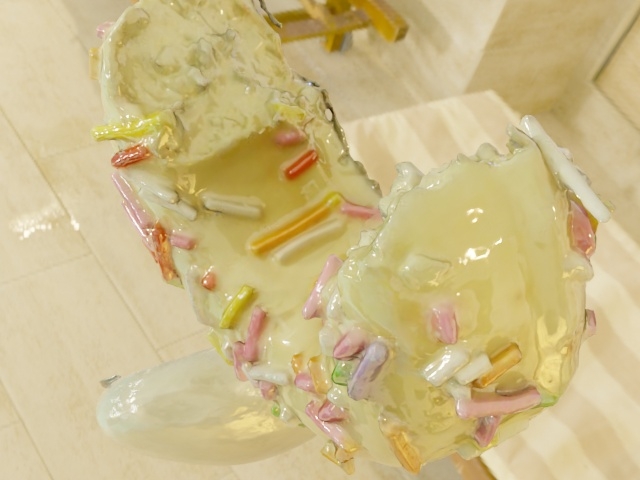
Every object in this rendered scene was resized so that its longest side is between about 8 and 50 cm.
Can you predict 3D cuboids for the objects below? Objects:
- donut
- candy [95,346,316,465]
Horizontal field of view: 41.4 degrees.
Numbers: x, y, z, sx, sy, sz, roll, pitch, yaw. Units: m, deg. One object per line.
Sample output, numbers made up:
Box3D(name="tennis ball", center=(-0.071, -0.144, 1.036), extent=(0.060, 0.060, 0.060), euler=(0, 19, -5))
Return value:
Box3D(name="donut", center=(-0.004, 0.001, 0.552), extent=(0.150, 0.307, 0.371), euler=(-35, 52, -22))
Box3D(name="candy", center=(-0.153, 0.263, 1.349), extent=(0.427, 0.386, 0.186), euler=(16, 57, -52))
